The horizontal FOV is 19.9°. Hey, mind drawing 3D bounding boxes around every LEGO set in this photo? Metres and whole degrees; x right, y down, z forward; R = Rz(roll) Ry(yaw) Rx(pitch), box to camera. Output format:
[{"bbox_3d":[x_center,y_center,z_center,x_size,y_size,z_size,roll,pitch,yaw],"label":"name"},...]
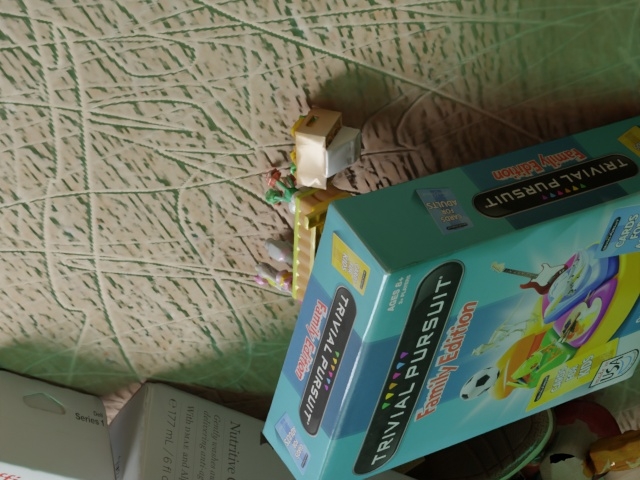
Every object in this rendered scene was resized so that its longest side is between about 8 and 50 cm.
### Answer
[{"bbox_3d":[0.000,0.000,1.425,0.132,0.107,0.287,-51,142,-8],"label":"LEGO set"}]

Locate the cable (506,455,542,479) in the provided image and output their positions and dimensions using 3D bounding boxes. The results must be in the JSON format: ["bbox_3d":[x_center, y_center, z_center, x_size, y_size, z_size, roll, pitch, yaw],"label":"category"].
[{"bbox_3d":[0.211,0.274,1.994,0.139,0.072,0.287,-31,162,-6],"label":"cable"}]

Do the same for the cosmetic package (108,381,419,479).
[{"bbox_3d":[-0.029,0.307,1.676,0.385,0.217,0.156,20,136,-24],"label":"cosmetic package"}]

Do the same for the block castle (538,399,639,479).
[{"bbox_3d":[0.460,0.254,1.770,0.453,0.303,0.213,-19,-176,16],"label":"block castle"}]

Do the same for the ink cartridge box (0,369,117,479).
[{"bbox_3d":[-0.309,0.211,1.600,0.219,0.093,0.160,-34,145,30],"label":"ink cartridge box"}]

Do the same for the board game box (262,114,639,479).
[{"bbox_3d":[0.137,0.046,1.410,0.336,0.079,0.254,-17,142,-31],"label":"board game box"}]

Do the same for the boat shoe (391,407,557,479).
[{"bbox_3d":[0.136,0.213,1.815,0.257,0.095,0.095,-28,160,33],"label":"boat shoe"}]

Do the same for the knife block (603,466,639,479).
[{"bbox_3d":[0.453,0.197,1.916,0.275,0.088,0.242,-7,147,-12],"label":"knife block"}]
